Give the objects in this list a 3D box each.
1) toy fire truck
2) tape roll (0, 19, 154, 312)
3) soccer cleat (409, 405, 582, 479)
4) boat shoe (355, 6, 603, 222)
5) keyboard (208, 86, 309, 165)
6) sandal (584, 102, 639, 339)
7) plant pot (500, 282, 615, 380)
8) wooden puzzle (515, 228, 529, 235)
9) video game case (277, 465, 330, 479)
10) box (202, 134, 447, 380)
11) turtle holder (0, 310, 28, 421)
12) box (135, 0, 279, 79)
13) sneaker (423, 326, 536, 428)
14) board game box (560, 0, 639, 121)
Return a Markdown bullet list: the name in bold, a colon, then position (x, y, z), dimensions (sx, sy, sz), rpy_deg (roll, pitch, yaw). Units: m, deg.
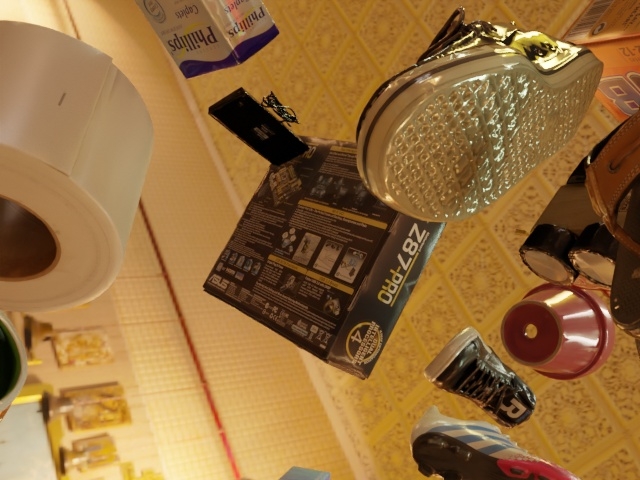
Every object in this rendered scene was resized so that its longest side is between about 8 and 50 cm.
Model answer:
- **toy fire truck**: position (0.320, 0.059, 0.661), dimensions (0.158, 0.246, 0.217), rpy_deg (-52, -158, -17)
- **tape roll**: position (-0.300, -0.065, 0.739), dimensions (0.246, 0.246, 0.169), rpy_deg (-48, -152, 42)
- **soccer cleat**: position (0.313, 0.371, 1.268), dimensions (0.331, 0.143, 0.116), rpy_deg (23, -65, 6)
- **boat shoe**: position (0.164, -0.150, 0.829), dimensions (0.156, 0.500, 0.186), rpy_deg (31, -58, 23)
- **keyboard**: position (-0.084, -0.186, 1.175), dimensions (0.100, 0.192, 0.038), rpy_deg (-23, -120, 21)
- **sandal**: position (0.182, -0.056, 0.421), dimensions (0.090, 0.060, 0.219), rpy_deg (52, 48, -88)
- **plant pot**: position (0.455, 0.181, 1.495), dimensions (0.201, 0.180, 0.201), rpy_deg (-3, -94, 40)
- **wooden puzzle**: position (0.358, -0.001, 1.153), dimensions (0.117, 0.078, 0.014), rpy_deg (8, -91, 16)
- **video game case**: position (-0.063, 0.428, 0.889), dimensions (0.061, 0.269, 0.244), rpy_deg (6, -87, 18)
- **box**: position (0.000, 0.000, 1.165), dimensions (0.395, 0.097, 0.318), rpy_deg (18, -100, 55)
- **turtle holder**: position (-0.480, 0.114, 0.862), dimensions (0.228, 0.243, 0.320), rpy_deg (-11, -87, 21)
- **box**: position (-0.138, -0.268, 0.868), dimensions (0.126, 0.072, 0.137), rpy_deg (3, -47, 52)
- **sneaker**: position (0.205, 0.172, 0.911), dimensions (0.121, 0.217, 0.079), rpy_deg (44, -80, 20)
- **board game box**: position (0.647, -0.303, 1.087), dimensions (0.356, 0.356, 0.356), rpy_deg (-51, -164, -1)
